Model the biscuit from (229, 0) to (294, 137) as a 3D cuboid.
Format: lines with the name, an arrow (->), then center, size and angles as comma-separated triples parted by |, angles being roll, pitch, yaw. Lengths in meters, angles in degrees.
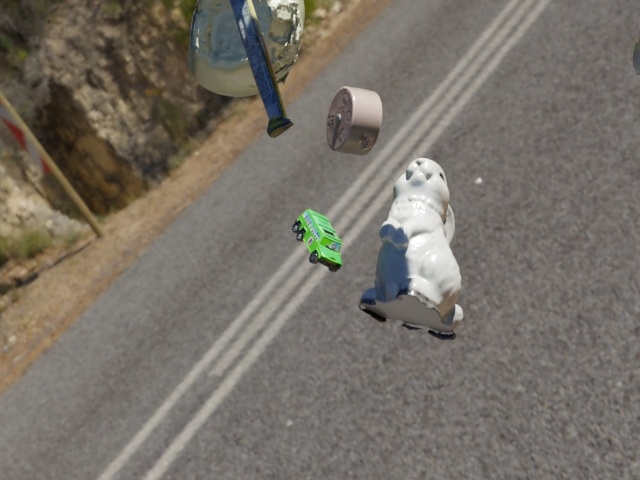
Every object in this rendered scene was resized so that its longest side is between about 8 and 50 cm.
biscuit -> -0.102, -0.298, 1.476 | 0.048, 0.292, 0.026 | -23, -14, 24

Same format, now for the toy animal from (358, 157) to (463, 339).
toy animal -> 0.218, 0.008, 2.057 | 0.193, 0.258, 0.357 | -9, 55, 38

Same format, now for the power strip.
power strip -> 0.075, -0.267, 2.156 | 0.078, 0.154, 0.154 | 8, 0, -22

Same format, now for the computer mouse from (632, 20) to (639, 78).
computer mouse -> 0.673, -0.431, 1.822 | 0.297, 0.121, 0.184 | -44, -11, -32

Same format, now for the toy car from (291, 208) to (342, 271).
toy car -> 0.000, 0.000, 2.041 | 0.062, 0.071, 0.165 | -54, 35, 19

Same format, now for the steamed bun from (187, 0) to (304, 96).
steamed bun -> -0.148, -0.481, 2.096 | 0.312, 0.232, 0.334 | -82, 9, -67
